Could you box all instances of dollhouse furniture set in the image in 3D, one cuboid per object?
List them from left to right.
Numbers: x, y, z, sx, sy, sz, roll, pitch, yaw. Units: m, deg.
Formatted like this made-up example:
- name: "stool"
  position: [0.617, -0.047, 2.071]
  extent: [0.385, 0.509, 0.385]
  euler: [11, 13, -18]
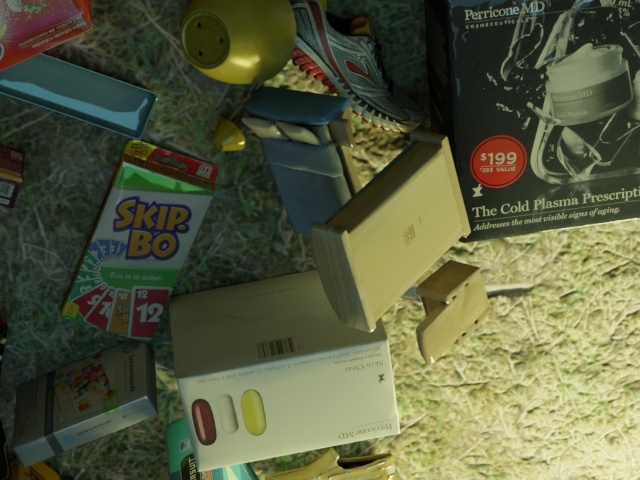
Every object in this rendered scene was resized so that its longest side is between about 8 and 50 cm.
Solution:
- name: "dollhouse furniture set"
  position: [0.000, 0.000, 1.836]
  extent: [0.198, 0.303, 0.286]
  euler: [-42, 130, -33]

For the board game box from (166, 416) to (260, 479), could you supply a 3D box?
- name: "board game box"
  position: [-0.107, 0.412, 2.017]
  extent: [0.079, 0.336, 0.253]
  euler: [-25, 118, 6]

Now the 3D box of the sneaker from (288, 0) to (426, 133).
- name: "sneaker"
  position: [0.046, -0.211, 1.850]
  extent: [0.225, 0.088, 0.093]
  euler: [38, 106, -24]

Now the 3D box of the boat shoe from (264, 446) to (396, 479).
- name: "boat shoe"
  position: [0.012, 0.320, 2.147]
  extent: [0.190, 0.068, 0.072]
  euler: [-3, 106, -17]

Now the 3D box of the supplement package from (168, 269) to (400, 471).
- name: "supplement package"
  position: [-0.048, 0.157, 1.965]
  extent: [0.262, 0.204, 0.145]
  euler: [-11, 119, -2]

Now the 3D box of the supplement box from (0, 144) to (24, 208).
- name: "supplement box"
  position: [-0.388, -0.080, 1.861]
  extent: [0.055, 0.083, 0.043]
  euler: [15, 115, -15]

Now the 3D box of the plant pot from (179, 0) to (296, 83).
- name: "plant pot"
  position: [-0.109, -0.238, 1.776]
  extent: [0.134, 0.095, 0.134]
  euler: [9, 109, 26]

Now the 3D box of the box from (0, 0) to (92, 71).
- name: "box"
  position: [-0.394, -0.257, 1.741]
  extent: [0.257, 0.128, 0.122]
  euler: [-24, 118, 5]

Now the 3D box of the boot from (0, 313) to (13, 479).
- name: "boot"
  position: [-0.428, 0.198, 1.926]
  extent: [0.085, 0.236, 0.178]
  euler: [3, 114, -28]

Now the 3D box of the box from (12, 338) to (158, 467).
- name: "box"
  position: [-0.302, 0.205, 1.990]
  extent: [0.186, 0.145, 0.038]
  euler: [-21, 120, 4]

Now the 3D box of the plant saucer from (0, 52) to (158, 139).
- name: "plant saucer"
  position: [-0.296, -0.181, 1.859]
  extent: [0.192, 0.018, 0.067]
  euler: [18, 114, -17]

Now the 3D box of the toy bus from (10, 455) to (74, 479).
- name: "toy bus"
  position: [-0.333, 0.431, 2.113]
  extent: [0.108, 0.130, 0.332]
  euler: [-37, 116, 12]

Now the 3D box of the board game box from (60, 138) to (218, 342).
- name: "board game box"
  position: [-0.228, 0.003, 1.958]
  extent: [0.124, 0.039, 0.259]
  euler: [18, 111, -17]

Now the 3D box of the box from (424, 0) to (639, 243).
- name: "box"
  position: [0.306, -0.190, 1.845]
  extent: [0.343, 0.179, 0.312]
  euler: [-8, 117, -4]
